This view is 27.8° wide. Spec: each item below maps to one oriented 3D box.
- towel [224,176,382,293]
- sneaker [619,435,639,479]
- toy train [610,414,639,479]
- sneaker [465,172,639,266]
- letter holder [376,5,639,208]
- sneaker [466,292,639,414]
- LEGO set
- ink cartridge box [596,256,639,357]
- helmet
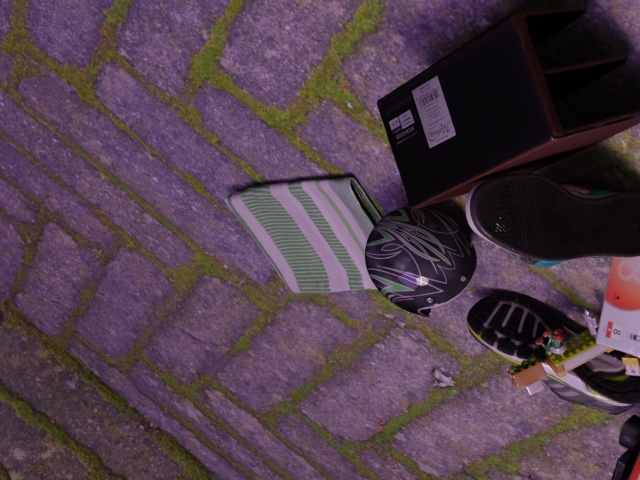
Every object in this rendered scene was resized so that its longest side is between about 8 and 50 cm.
[{"bbox_3d":[0.000,0.000,2.192,0.324,0.038,0.248,-1,131,49],"label":"towel"},{"bbox_3d":[0.518,0.306,1.815,0.145,0.270,0.090,25,162,9],"label":"sneaker"},{"bbox_3d":[0.588,0.392,1.932,0.334,0.142,0.190,28,129,26],"label":"toy train"},{"bbox_3d":[0.277,-0.031,1.674,0.295,0.124,0.178,7,176,-29],"label":"sneaker"},{"bbox_3d":[0.251,-0.168,1.600,0.302,0.214,0.152,-27,79,58],"label":"letter holder"},{"bbox_3d":[0.357,0.187,1.990,0.300,0.111,0.121,29,153,20],"label":"sneaker"},{"bbox_3d":[0.401,0.132,1.835,0.287,0.132,0.107,-7,126,23],"label":"LEGO set"},{"bbox_3d":[0.466,0.093,1.721,0.179,0.045,0.145,18,106,36],"label":"ink cartridge box"},{"bbox_3d":[0.149,0.028,1.940,0.169,0.169,0.161,33,167,10],"label":"helmet"}]
